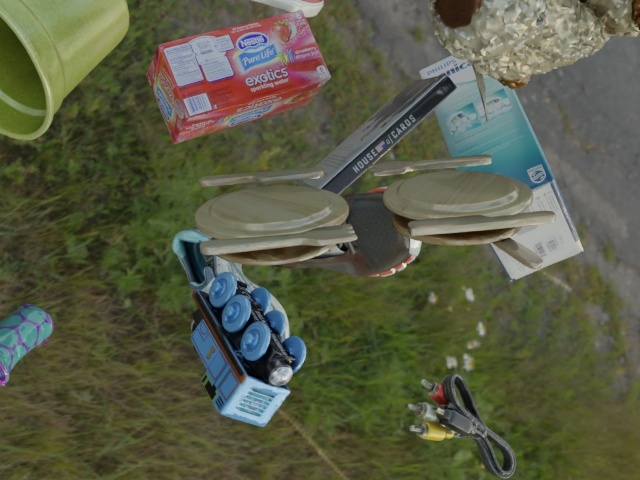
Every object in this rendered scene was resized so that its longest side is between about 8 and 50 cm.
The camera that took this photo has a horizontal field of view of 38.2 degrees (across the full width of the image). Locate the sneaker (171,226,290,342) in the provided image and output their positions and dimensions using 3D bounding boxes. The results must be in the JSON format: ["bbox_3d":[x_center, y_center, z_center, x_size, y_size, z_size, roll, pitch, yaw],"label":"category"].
[{"bbox_3d":[-0.165,0.095,1.582,0.283,0.110,0.122,52,17,17],"label":"sneaker"}]

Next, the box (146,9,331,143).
[{"bbox_3d":[-0.131,-0.262,1.479,0.256,0.122,0.128,-21,84,-24],"label":"box"}]

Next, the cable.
[{"bbox_3d":[0.283,0.359,1.804,0.287,0.072,0.140,38,60,-34],"label":"cable"}]

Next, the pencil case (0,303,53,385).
[{"bbox_3d":[-0.449,0.151,1.343,0.152,0.064,0.070,-62,133,-64],"label":"pencil case"}]

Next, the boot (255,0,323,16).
[{"bbox_3d":[-0.052,-0.466,1.497,0.244,0.088,0.176,-2,119,-56],"label":"boot"}]

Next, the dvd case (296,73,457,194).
[{"bbox_3d":[0.072,-0.142,1.302,0.238,0.179,0.029,-42,101,-2],"label":"dvd case"}]

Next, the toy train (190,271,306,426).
[{"bbox_3d":[-0.090,0.113,1.011,0.080,0.184,0.105,28,104,-39],"label":"toy train"}]

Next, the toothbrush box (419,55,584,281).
[{"bbox_3d":[0.274,-0.123,1.415,0.216,0.126,0.296,49,21,-51],"label":"toothbrush box"}]

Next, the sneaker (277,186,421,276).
[{"bbox_3d":[0.000,0.000,0.633,0.064,0.157,0.061,-8,90,-42],"label":"sneaker"}]

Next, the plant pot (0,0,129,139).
[{"bbox_3d":[-0.463,-0.349,1.527,0.276,0.276,0.254,56,50,-17],"label":"plant pot"}]

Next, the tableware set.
[{"bbox_3d":[0.026,-0.008,0.531,0.194,0.128,0.039,-5,111,-6],"label":"tableware set"}]

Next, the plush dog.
[{"bbox_3d":[0.238,-0.230,0.819,0.211,0.225,0.263,53,38,-41],"label":"plush dog"}]
